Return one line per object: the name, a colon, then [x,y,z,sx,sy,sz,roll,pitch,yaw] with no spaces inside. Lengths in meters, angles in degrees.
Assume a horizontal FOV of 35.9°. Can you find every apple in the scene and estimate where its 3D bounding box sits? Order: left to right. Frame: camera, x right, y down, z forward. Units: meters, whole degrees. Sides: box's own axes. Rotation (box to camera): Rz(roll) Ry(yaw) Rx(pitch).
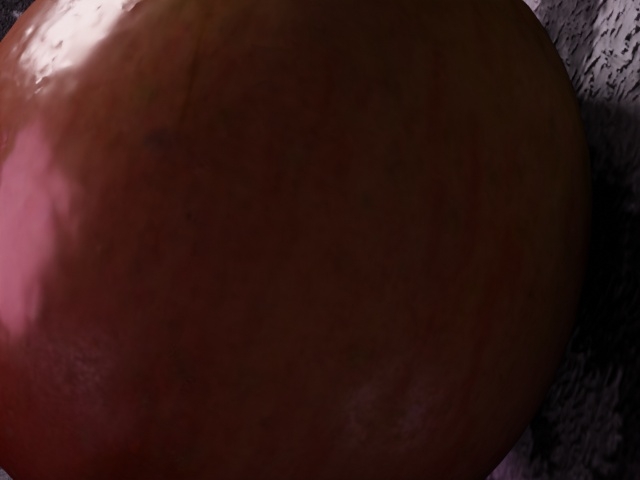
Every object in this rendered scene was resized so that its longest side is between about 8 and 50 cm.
apple: [-0.023,-0.016,0.563,0.364,0.363,0.364,-175,90,-80]
